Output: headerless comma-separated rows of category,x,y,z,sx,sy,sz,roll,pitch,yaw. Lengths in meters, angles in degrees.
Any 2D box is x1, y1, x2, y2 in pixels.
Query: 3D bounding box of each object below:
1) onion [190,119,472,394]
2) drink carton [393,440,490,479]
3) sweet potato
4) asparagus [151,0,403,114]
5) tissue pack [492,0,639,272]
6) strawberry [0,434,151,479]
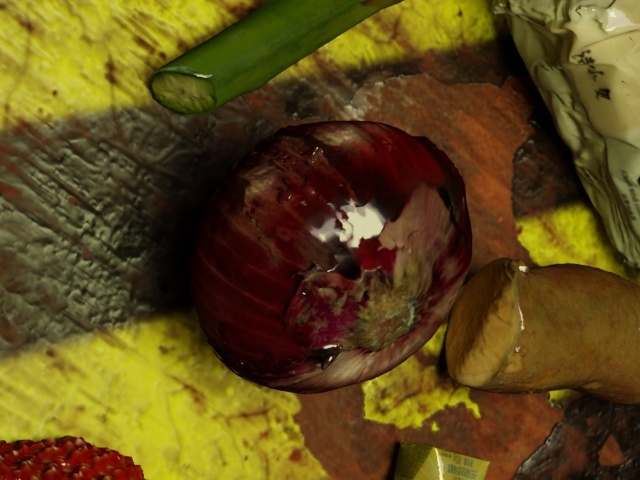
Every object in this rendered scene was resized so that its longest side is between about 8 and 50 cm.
onion,0.000,0.000,1.217,0.252,0.219,0.252,-26,146,-19
drink carton,0.089,0.283,1.336,0.084,0.074,0.200,19,81,-29
sweet potato,0.274,0.090,1.425,0.336,0.131,0.131,8,86,-31
asparagus,-0.022,-0.183,1.281,0.277,0.060,0.067,-38,118,-25
tissue pack,0.354,-0.191,1.445,0.390,0.195,0.375,-52,127,-21
strawberry,-0.199,0.240,1.142,0.286,0.106,0.188,29,73,-27
